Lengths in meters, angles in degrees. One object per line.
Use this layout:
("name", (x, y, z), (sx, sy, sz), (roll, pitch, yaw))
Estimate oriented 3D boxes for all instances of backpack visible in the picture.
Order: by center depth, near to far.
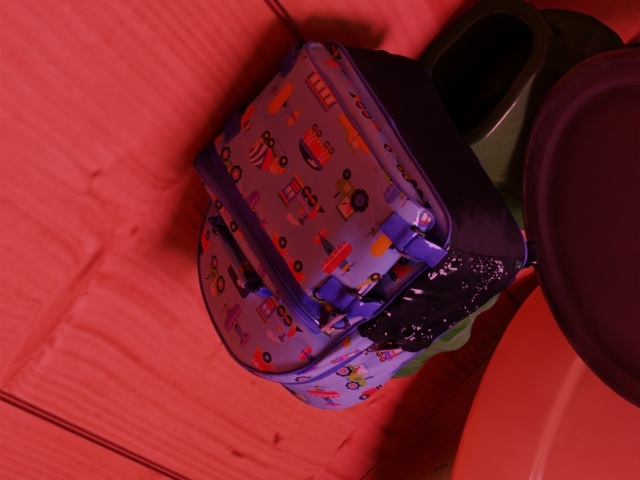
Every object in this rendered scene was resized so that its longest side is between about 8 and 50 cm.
("backpack", (0.000, 0.000, 0.983), (0.173, 0.158, 0.117), (-43, 150, 28))

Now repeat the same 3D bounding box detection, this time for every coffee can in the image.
("coffee can", (0.280, -0.035, 1.049), (0.275, 0.201, 0.201), (-18, 145, -33))

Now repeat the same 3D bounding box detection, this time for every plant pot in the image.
("plant pot", (0.244, 0.187, 1.451), (0.291, 0.203, 0.290), (-42, 140, -49))

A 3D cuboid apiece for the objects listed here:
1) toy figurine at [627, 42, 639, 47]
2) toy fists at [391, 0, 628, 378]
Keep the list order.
("toy figurine", (0.315, -0.094, 1.305), (0.209, 0.148, 0.213), (-43, 156, -2))
("toy fists", (0.076, -0.023, 1.119), (0.279, 0.096, 0.142), (-50, 139, 13))
